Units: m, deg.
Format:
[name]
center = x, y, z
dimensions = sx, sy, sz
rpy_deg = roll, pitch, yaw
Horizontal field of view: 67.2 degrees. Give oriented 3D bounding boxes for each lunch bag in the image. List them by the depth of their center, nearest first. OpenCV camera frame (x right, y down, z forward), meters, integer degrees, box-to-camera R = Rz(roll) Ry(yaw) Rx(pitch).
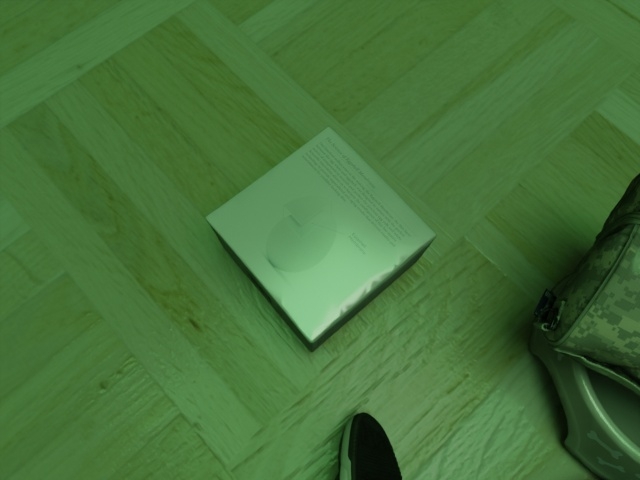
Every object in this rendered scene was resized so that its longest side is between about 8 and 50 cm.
[lunch bag]
center = 0.440, 0.079, 0.539
dimensions = 0.305, 0.212, 0.256
rpy_deg = 31, 89, 16

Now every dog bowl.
[dog bowl]
center = 0.481, 0.175, 0.665
dimensions = 0.349, 0.102, 0.348
rpy_deg = 0, 67, 1

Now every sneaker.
[sneaker]
center = 0.011, 0.374, 0.591
dimensions = 0.178, 0.124, 0.295
rpy_deg = -33, 29, 26

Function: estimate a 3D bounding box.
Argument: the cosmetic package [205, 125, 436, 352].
[cosmetic package]
center = 0.000, 0.000, 0.703
dimensions = 0.225, 0.138, 0.224
rpy_deg = -39, 77, -12
